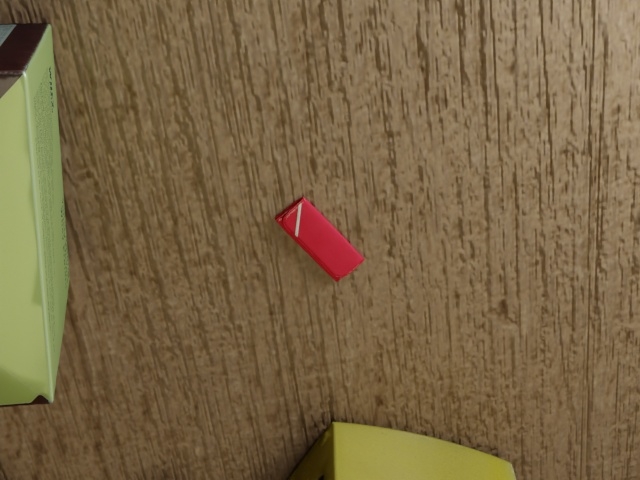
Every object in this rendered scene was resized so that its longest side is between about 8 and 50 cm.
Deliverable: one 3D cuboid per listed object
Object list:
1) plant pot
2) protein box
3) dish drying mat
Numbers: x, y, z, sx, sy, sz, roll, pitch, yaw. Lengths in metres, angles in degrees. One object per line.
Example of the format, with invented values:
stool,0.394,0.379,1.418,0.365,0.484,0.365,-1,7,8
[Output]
plant pot,0.051,0.289,0.893,0.187,0.212,0.212,30,109,-11
protein box,-0.238,-0.025,0.632,0.135,0.201,0.200,-3,110,-10
dish drying mat,0.000,0.000,0.825,0.032,0.008,0.083,-39,119,9
